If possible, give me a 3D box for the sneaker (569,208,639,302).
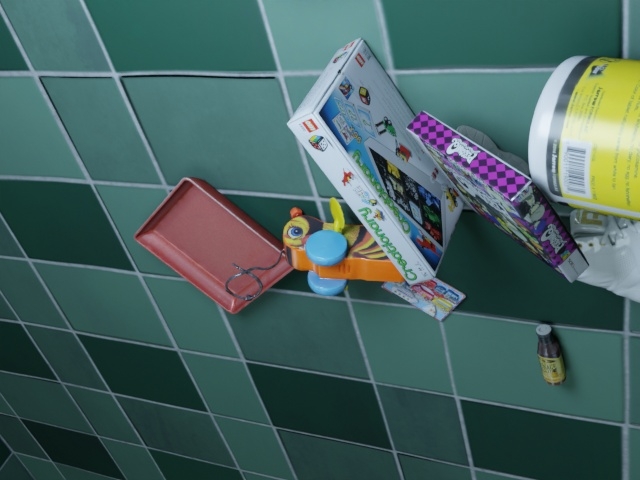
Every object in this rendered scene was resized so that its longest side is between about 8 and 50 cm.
[{"bbox_3d":[0.434,-0.021,1.133,0.169,0.108,0.292,17,139,9],"label":"sneaker"}]

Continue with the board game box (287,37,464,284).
[{"bbox_3d":[0.093,-0.111,1.170,0.053,0.193,0.305,-17,121,40],"label":"board game box"}]

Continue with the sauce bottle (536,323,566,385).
[{"bbox_3d":[0.398,0.198,1.428,0.042,0.042,0.128,-2,130,31],"label":"sauce bottle"}]

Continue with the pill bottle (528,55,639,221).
[{"bbox_3d":[0.428,-0.104,0.938,0.334,0.188,0.187,16,140,36],"label":"pill bottle"}]

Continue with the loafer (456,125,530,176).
[{"bbox_3d":[0.243,-0.119,1.193,0.125,0.045,0.039,31,146,-6],"label":"loafer"}]

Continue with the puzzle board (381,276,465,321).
[{"bbox_3d":[0.182,0.092,1.466,0.128,0.011,0.096,31,139,-1],"label":"puzzle board"}]

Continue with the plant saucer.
[{"bbox_3d":[-0.200,0.006,1.570,0.259,0.047,0.258,39,139,-12],"label":"plant saucer"}]

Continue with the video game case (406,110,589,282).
[{"bbox_3d":[0.238,-0.062,1.110,0.210,0.042,0.232,42,-178,-43],"label":"video game case"}]

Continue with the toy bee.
[{"bbox_3d":[0.000,0.000,1.396,0.298,0.162,0.195,11,133,-16],"label":"toy bee"}]
